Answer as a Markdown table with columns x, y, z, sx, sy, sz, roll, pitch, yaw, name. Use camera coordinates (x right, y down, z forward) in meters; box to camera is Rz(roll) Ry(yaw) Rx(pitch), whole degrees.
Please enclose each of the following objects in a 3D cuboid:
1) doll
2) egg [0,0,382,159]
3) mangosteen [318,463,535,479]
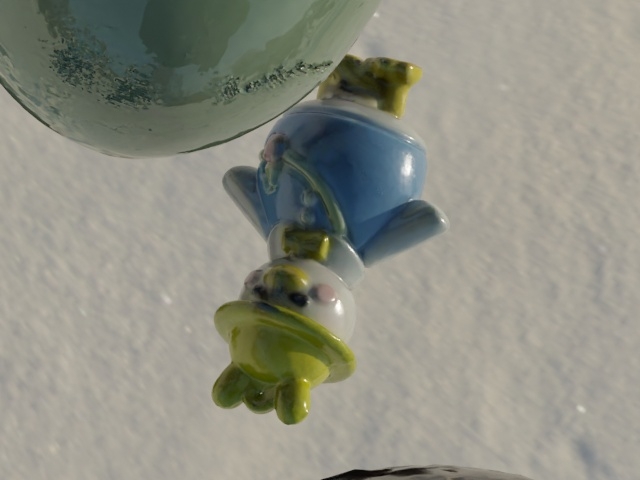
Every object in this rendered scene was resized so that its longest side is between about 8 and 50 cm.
| x | y | z | sx | sy | sz | roll | pitch | yaw | name |
| --- | --- | --- | --- | --- | --- | --- | --- | --- | --- |
| 0.000 | 0.000 | 1.171 | 0.135 | 0.099 | 0.241 | 22 | 71 | -8 | doll |
| -0.051 | -0.171 | 0.752 | 0.203 | 0.203 | 0.282 | 12 | 93 | -23 | egg |
| 0.038 | 0.201 | 0.561 | 0.288 | 0.288 | 0.288 | -5 | 106 | -19 | mangosteen |
